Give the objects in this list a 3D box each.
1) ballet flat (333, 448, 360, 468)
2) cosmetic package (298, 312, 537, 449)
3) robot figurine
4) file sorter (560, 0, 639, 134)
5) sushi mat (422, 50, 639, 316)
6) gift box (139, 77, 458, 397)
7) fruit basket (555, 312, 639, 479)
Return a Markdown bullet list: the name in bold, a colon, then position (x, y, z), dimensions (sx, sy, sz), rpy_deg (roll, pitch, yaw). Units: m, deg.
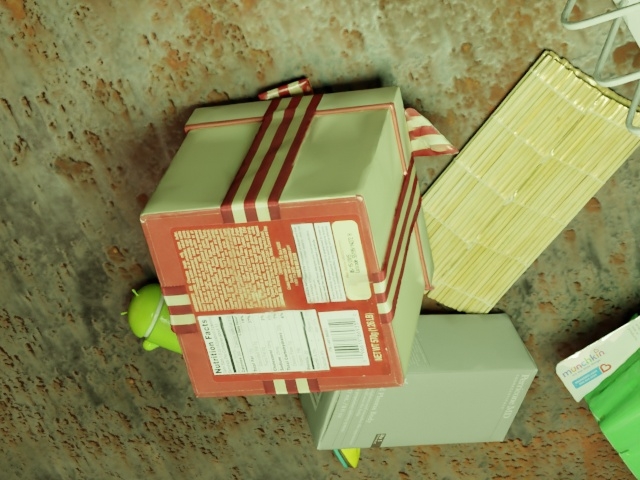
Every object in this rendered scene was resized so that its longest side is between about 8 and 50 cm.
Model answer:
- **ballet flat**: position (0.008, 0.172, 1.585), dimensions (0.077, 0.077, 0.231), rpy_deg (-32, 115, 1)
- **cosmetic package**: position (0.107, 0.157, 1.510), dimensions (0.238, 0.107, 0.127), rpy_deg (1, 130, -19)
- **robot figurine**: position (-0.168, 0.090, 1.536), dimensions (0.115, 0.067, 0.101), rpy_deg (22, 128, -12)
- **file sorter**: position (0.311, -0.257, 1.217), dimensions (0.193, 0.173, 0.277), rpy_deg (-15, 124, 38)
- **sushi mat**: position (0.206, -0.052, 1.468), dimensions (0.151, 0.019, 0.316), rpy_deg (30, 118, -18)
- **gift box**: position (0.000, 0.000, 1.362), dimensions (0.276, 0.258, 0.255), rpy_deg (-1, 122, 12)
- **fruit basket**: position (0.488, 0.153, 1.538), dimensions (0.353, 0.165, 0.327), rpy_deg (-38, 115, 4)
